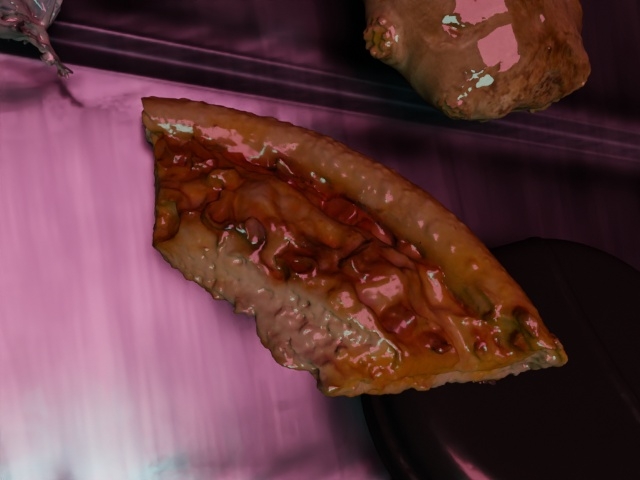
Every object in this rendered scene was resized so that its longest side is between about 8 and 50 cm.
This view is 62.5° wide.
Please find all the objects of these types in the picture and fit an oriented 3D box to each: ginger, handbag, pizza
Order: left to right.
[{"bbox_3d":[0.000,0.000,0.379,0.365,0.074,0.182,36,47,14],"label":"pizza"},{"bbox_3d":[0.111,-0.284,0.456,0.236,0.166,0.376,-20,99,-10],"label":"ginger"},{"bbox_3d":[0.186,0.118,0.441,0.307,0.093,0.254,-13,59,-20],"label":"handbag"}]

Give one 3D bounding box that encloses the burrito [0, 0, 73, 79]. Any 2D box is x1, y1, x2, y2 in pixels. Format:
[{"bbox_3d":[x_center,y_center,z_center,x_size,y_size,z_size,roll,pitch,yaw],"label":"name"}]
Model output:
[{"bbox_3d":[-0.294,-0.308,0.345,0.139,0.101,0.446,-27,96,-23],"label":"burrito"}]
